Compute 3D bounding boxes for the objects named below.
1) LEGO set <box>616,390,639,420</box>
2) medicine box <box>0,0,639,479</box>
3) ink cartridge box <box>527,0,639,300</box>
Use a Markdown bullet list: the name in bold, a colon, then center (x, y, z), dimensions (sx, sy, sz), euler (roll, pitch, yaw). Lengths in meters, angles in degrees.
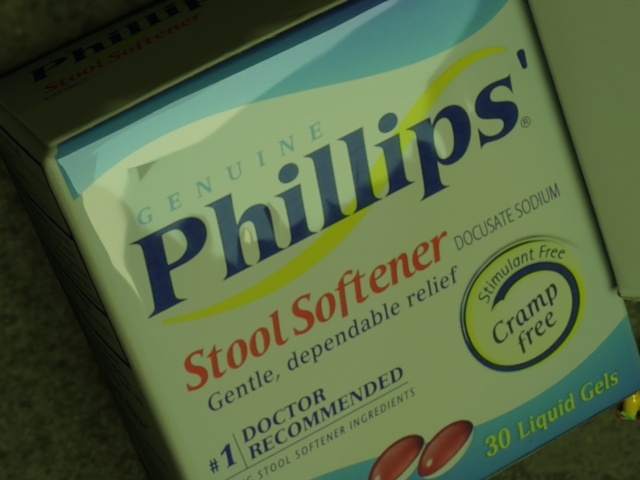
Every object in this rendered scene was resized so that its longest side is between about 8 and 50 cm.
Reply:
- **LEGO set**: center (0.323, 0.153, 1.209), dimensions (0.287, 0.132, 0.107), euler (18, 71, -23)
- **medicine box**: center (0.000, 0.000, 1.029), dimensions (0.263, 0.149, 0.289), euler (-28, 118, -13)
- **ink cartridge box**: center (0.221, -0.170, 1.007), dimensions (0.272, 0.130, 0.309), euler (-51, 129, -43)
